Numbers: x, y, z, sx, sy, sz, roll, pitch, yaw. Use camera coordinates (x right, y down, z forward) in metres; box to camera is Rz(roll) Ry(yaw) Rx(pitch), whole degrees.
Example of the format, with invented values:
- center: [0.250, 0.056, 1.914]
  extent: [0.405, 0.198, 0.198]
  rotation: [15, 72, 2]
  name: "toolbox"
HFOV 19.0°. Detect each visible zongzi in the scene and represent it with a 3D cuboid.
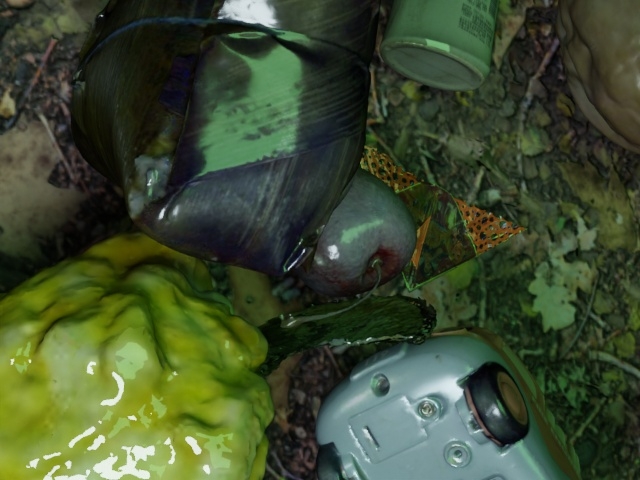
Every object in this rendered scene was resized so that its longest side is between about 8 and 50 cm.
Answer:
- center: [-0.068, -0.219, 1.572]
  extent: [0.208, 0.403, 0.432]
  rotation: [13, 97, -21]
  name: "zongzi"

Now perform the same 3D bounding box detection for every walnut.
- center: [0.367, -0.201, 1.963]
  extent: [0.227, 0.273, 0.273]
  rotation: [-27, 92, 0]
  name: "walnut"

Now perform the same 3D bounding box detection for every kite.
- center: [0.105, -0.004, 1.896]
  extent: [0.222, 0.008, 0.125]
  rotation: [26, 69, -22]
  name: "kite"

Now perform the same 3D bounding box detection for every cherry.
- center: [-0.002, -0.007, 1.770]
  extent: [0.188, 0.115, 0.148]
  rotation: [-16, 91, -32]
  name: "cherry"

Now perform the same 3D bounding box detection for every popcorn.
- center: [-0.196, 0.174, 1.526]
  extent: [0.292, 0.293, 0.334]
  rotation: [-4, 64, -32]
  name: "popcorn"

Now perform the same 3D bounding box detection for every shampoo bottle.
- center: [0.134, -0.277, 1.931]
  extent: [0.118, 0.087, 0.234]
  rotation: [21, 68, -25]
  name: "shampoo bottle"

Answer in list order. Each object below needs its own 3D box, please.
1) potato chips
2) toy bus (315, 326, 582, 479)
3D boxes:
- center: [-0.004, 0.087, 1.705]
  extent: [0.220, 0.202, 0.029]
  rotation: [-13, 104, -12]
  name: "potato chips"
- center: [0.140, 0.203, 1.746]
  extent: [0.288, 0.194, 0.232]
  rotation: [58, 24, -8]
  name: "toy bus"
